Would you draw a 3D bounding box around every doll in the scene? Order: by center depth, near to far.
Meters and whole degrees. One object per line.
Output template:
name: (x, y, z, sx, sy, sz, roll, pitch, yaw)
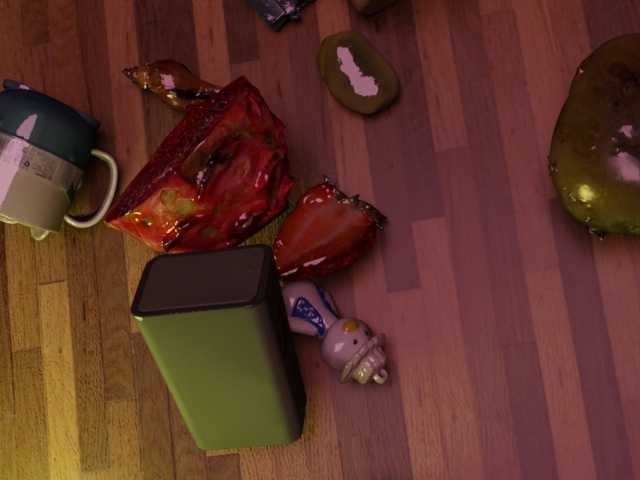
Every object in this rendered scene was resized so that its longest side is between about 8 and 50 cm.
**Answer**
doll: (0.009, 0.154, 1.846, 0.293, 0.138, 0.119, 41, 126, 17)

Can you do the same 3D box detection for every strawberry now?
strawberry: (0.010, 0.011, 1.858, 0.174, 0.098, 0.228, 24, 62, 16)

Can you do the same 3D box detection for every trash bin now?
trash bin: (-0.155, 0.189, 1.759, 0.222, 0.343, 0.158, -7, 39, 11)

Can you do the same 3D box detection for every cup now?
cup: (-0.535, -0.137, 1.981, 0.289, 0.219, 0.258, 25, 84, -15)

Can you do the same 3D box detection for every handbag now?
handbag: (-0.053, -0.538, 2.023, 0.229, 0.062, 0.179, -41, 74, 2)

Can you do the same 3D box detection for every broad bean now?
broad bean: (0.067, -0.319, 1.945, 0.124, 0.082, 0.174, -32, 73, 2)

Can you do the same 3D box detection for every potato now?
potato: (0.517, -0.180, 1.761, 0.269, 0.219, 0.359, -2, 71, 2)

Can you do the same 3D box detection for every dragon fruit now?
dragon fruit: (-0.195, -0.096, 1.845, 0.249, 0.371, 0.386, 43, 120, -16)

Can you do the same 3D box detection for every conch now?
conch: (-0.278, -0.301, 2.014, 0.232, 0.080, 0.086, 30, 94, 15)

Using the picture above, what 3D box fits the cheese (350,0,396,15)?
cheese: (0.171, -0.555, 1.886, 0.384, 0.384, 0.104, -34, 82, 3)
